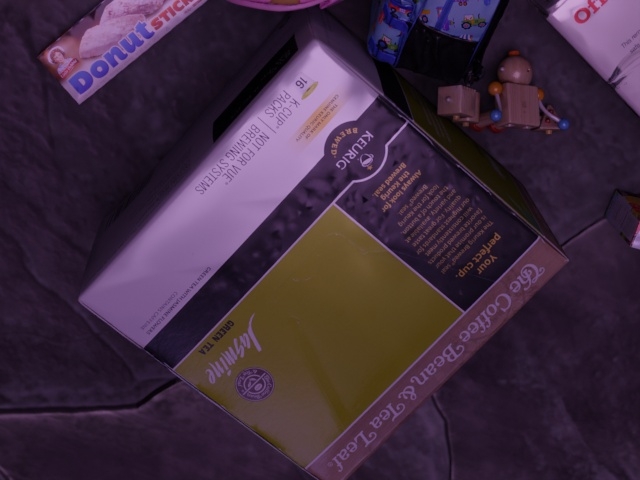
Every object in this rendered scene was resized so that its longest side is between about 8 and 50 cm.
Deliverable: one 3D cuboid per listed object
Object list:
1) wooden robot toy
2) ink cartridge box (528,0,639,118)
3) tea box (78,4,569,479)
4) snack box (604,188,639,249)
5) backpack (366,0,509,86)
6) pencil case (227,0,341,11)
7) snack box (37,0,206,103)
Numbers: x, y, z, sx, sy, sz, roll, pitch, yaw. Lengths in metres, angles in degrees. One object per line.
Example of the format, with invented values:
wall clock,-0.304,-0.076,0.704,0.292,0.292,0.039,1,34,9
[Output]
wooden robot toy,0.181,-0.151,1.296,0.173,0.076,0.079,4,86,-35
ink cartridge box,0.349,-0.209,1.267,0.237,0.100,0.172,42,103,-17
tea box,0.000,0.000,1.265,0.323,0.220,0.329,41,104,-16
snack box,0.379,-0.007,1.348,0.141,0.100,0.037,15,109,-8
backpack,0.119,-0.250,1.181,0.117,0.158,0.173,13,150,-6
pencil case,-0.024,-0.403,1.140,0.167,0.160,0.386,-2,111,-1
snack box,-0.192,-0.214,1.275,0.178,0.022,0.064,-37,110,10
